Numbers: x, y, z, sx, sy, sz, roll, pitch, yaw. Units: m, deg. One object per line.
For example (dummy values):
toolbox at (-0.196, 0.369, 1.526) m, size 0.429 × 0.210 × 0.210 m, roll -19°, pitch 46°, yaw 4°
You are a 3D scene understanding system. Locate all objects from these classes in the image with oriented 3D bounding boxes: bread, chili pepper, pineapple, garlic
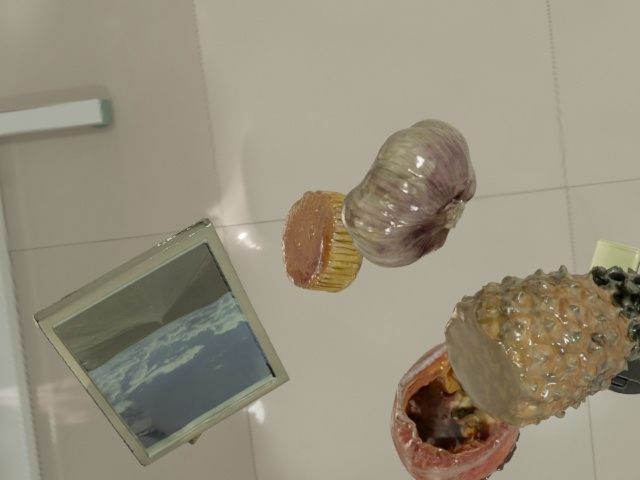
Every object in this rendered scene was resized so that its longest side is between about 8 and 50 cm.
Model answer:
bread at (0.001, 0.000, 1.672) m, size 0.104 × 0.199 × 0.199 m, roll 10°, pitch 99°, yaw -35°
chili pepper at (0.234, 0.283, 1.430) m, size 0.251 × 0.305 × 0.229 m, roll -28°, pitch 74°, yaw -5°
pineapple at (0.312, 0.084, 0.955) m, size 0.341 × 0.169 × 0.169 m, roll -17°, pitch 93°, yaw -18°
garlic at (0.095, -0.042, 0.869) m, size 0.102 × 0.147 × 0.159 m, roll 34°, pitch 59°, yaw 24°

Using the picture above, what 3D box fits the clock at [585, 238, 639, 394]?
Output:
clock at (0.605, 0.150, 1.408) m, size 0.379 × 0.120 × 0.276 m, roll 13°, pitch 87°, yaw 21°

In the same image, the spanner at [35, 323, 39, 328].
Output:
spanner at (-0.393, 0.109, 1.676) m, size 0.302 × 0.071 × 0.017 m, roll -20°, pitch 89°, yaw -14°

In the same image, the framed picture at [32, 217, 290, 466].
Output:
framed picture at (-0.150, 0.110, 0.889) m, size 0.189 × 0.023 × 0.260 m, roll -30°, pitch 134°, yaw -10°

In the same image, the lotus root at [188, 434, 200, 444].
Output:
lotus root at (-0.258, 0.283, 1.410) m, size 0.152 × 0.063 × 0.072 m, roll 26°, pitch 70°, yaw -17°
